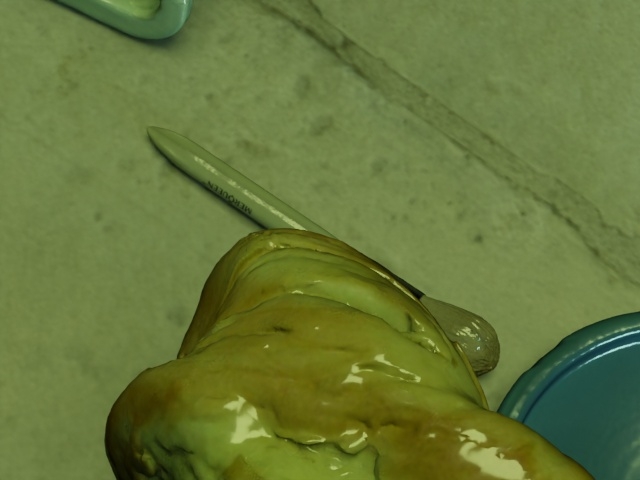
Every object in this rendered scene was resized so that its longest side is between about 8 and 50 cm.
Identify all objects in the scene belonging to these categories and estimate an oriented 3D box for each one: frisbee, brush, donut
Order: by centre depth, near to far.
[{"bbox_3d":[0.033,0.166,0.782,0.170,0.360,0.360,-40,76,-21],"label":"donut"},{"bbox_3d":[0.241,0.184,0.968,0.289,0.049,0.290,2,65,-4],"label":"frisbee"},{"bbox_3d":[0.000,0.000,1.030,0.299,0.039,0.042,36,103,11],"label":"brush"}]

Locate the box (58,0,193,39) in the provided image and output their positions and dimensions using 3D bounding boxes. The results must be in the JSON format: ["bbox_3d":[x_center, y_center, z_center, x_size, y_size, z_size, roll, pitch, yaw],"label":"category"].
[{"bbox_3d":[-0.194,-0.309,1.080,0.311,0.175,0.182,26,55,5],"label":"box"}]
